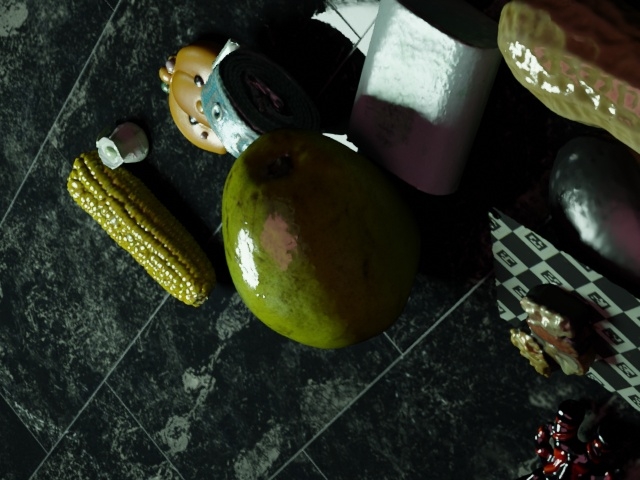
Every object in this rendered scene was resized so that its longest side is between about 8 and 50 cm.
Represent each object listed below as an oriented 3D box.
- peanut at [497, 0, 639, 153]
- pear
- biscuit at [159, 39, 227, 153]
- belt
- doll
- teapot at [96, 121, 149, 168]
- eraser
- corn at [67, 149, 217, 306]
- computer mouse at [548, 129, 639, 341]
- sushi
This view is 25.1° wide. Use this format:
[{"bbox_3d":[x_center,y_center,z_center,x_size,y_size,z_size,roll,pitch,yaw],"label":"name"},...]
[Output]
[{"bbox_3d":[0.331,-0.170,1.543,0.325,0.140,0.153,37,153,16],"label":"peanut"},{"bbox_3d":[0.000,0.000,1.859,0.253,0.253,0.307,20,150,35],"label":"pear"},{"bbox_3d":[-0.171,-0.208,2.061,0.170,0.050,0.170,22,127,33],"label":"biscuit"},{"bbox_3d":[-0.081,-0.177,1.929,0.163,0.148,0.082,30,135,-12],"label":"belt"},{"bbox_3d":[0.320,0.327,1.905,0.127,0.088,0.249,46,132,44],"label":"doll"},{"bbox_3d":[-0.312,-0.149,2.222,0.083,0.064,0.064,31,132,26],"label":"teapot"},{"bbox_3d":[0.125,-0.189,1.767,0.174,0.081,0.227,36,135,23],"label":"eraser"},{"bbox_3d":[-0.273,-0.023,2.242,0.313,0.102,0.102,42,137,11],"label":"corn"},{"bbox_3d":[0.371,0.023,1.639,0.323,0.116,0.183,53,145,4],"label":"computer mouse"},{"bbox_3d":[0.293,0.109,1.719,0.264,0.050,0.290,35,160,23],"label":"sushi"}]
